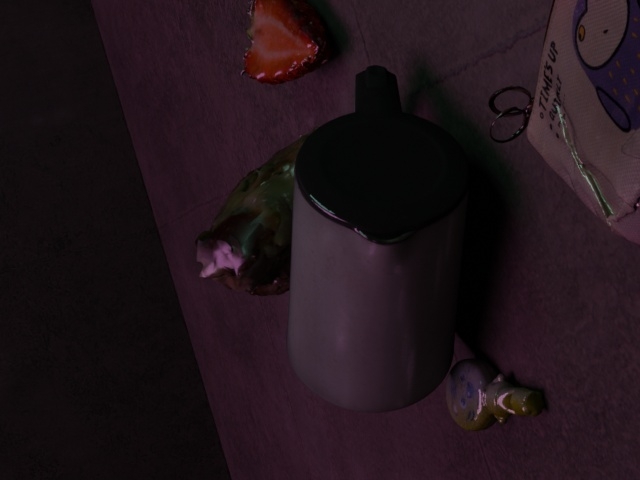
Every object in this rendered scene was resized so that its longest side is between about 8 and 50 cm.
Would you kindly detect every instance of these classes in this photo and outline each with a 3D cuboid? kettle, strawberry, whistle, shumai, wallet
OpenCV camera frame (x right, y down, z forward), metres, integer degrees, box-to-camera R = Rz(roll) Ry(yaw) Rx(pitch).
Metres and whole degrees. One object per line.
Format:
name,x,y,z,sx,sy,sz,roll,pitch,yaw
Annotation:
kettle,0.078,-0.011,1.426,0.376,0.250,0.361,90,-177,-47
strawberry,-0.041,-0.345,1.684,0.228,0.098,0.174,4,94,57
whistle,0.245,0.218,1.426,0.198,0.057,0.104,-9,82,62
shumai,-0.094,-0.041,1.631,0.346,0.283,0.217,-42,70,30
wallet,0.280,-0.154,0.993,0.335,0.068,0.274,97,152,-46
